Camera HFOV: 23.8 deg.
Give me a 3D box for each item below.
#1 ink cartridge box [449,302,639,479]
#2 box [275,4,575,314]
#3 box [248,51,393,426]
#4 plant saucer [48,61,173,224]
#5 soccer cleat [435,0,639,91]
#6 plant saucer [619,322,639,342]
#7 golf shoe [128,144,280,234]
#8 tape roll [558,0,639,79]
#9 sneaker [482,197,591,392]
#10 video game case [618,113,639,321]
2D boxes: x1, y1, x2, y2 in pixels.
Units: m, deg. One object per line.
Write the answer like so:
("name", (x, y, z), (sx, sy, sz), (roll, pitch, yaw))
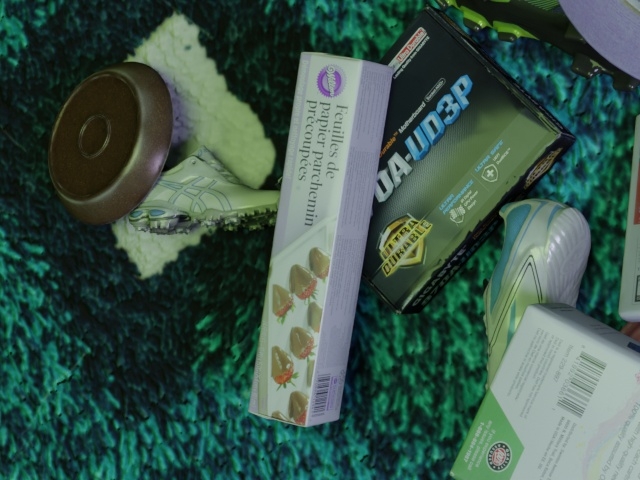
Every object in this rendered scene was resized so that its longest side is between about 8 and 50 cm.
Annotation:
("ink cartridge box", (0.232, 0.162, 1.167), (0.212, 0.093, 0.154), (28, 101, 26))
("box", (0.091, -0.070, 1.359), (0.175, 0.051, 0.220), (48, 108, 20))
("box", (0.000, 0.000, 1.337), (0.063, 0.067, 0.324), (11, 96, 28))
("plant saucer", (-0.213, -0.100, 1.493), (0.168, 0.029, 0.169), (-15, 66, 36))
("soccer cleat", (0.195, -0.230, 1.311), (0.289, 0.093, 0.121), (32, 72, 28))
("plant saucer", (0.355, 0.183, 1.204), (0.332, 0.084, 0.332), (-1, 88, 26))
("golf shoe", (-0.104, -0.051, 1.447), (0.176, 0.069, 0.086), (-1, 82, 25))
("tape roll", (0.291, -0.247, 1.098), (0.274, 0.090, 0.275), (14, 111, 39))
("sneaker", (0.174, 0.081, 1.304), (0.086, 0.085, 0.237), (15, 98, 49))
("video game case", (0.336, -0.030, 1.199), (0.201, 0.023, 0.184), (-8, 64, 39))
